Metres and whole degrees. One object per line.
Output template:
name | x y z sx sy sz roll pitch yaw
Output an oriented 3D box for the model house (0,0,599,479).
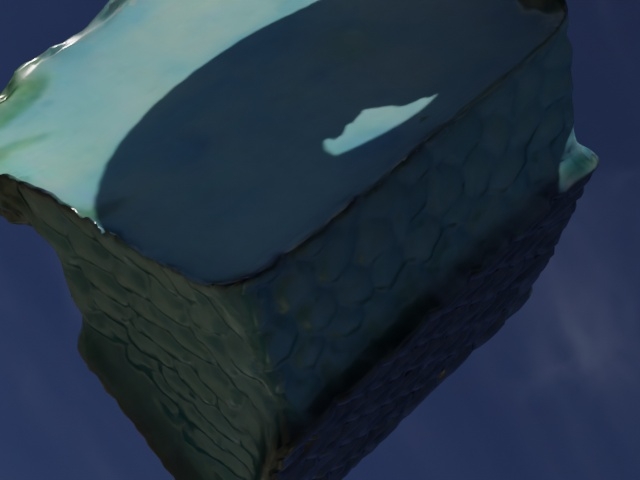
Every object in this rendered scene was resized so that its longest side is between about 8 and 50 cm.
model house | 0.000 0.000 0.990 0.226 0.261 0.241 23 -38 42
